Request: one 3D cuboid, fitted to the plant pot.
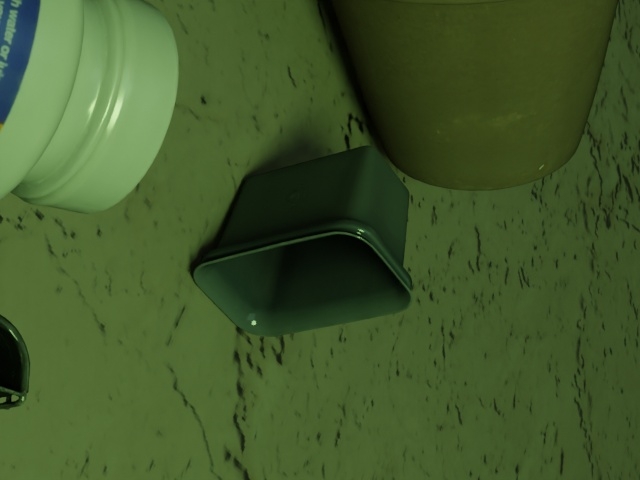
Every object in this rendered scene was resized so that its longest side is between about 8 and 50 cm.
[{"bbox_3d":[0.111,-0.169,1.076,0.263,0.263,0.229,-45,139,-44],"label":"plant pot"}]

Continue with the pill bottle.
[{"bbox_3d":[-0.201,-0.095,0.658,0.272,0.152,0.152,17,73,-40],"label":"pill bottle"}]

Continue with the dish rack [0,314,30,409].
[{"bbox_3d":[-0.242,0.144,0.668,0.208,0.074,0.271,23,57,-41],"label":"dish rack"}]

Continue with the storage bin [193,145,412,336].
[{"bbox_3d":[0.000,0.000,0.987,0.098,0.135,0.091,49,42,-37],"label":"storage bin"}]
